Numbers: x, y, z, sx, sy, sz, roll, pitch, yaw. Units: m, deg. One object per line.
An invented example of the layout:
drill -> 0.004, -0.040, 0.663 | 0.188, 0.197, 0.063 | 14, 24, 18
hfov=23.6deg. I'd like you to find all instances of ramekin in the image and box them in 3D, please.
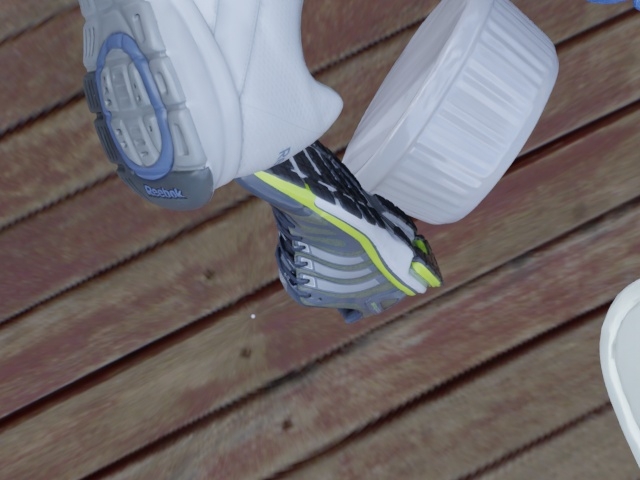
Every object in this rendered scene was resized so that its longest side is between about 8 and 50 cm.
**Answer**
ramekin -> 0.141, -0.139, 1.629 | 0.127, 0.273, 0.273 | 32, 86, -9

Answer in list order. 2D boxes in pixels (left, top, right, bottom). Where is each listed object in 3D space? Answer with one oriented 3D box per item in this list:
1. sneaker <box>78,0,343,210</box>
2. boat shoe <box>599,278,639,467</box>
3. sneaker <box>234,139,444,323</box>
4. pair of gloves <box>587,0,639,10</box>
sneaker -> -0.080, -0.169, 0.817 | 0.129, 0.111, 0.297 | -19, 96, -36
boat shoe -> 0.229, 0.157, 0.736 | 0.091, 0.109, 0.305 | -6, 75, -45
sneaker -> 0.000, 0.000, 1.414 | 0.121, 0.300, 0.111 | -39, 47, 12
pair of gloves -> 0.290, -0.253, 1.314 | 0.159, 0.198, 0.023 | -9, 128, 10
